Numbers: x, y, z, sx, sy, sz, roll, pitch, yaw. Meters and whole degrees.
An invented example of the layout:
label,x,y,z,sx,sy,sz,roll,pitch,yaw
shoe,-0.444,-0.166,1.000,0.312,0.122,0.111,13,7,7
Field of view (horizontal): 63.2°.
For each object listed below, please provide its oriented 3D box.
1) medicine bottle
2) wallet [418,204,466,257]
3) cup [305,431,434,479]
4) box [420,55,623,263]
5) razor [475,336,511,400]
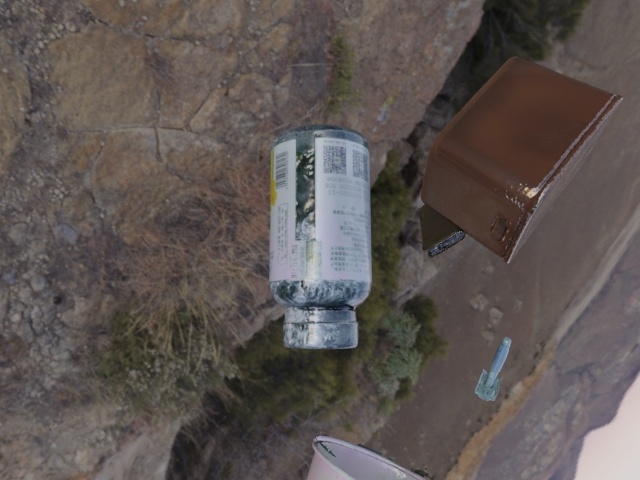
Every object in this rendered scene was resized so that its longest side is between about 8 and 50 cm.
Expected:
label,x,y,z,sx,sy,sz,roll,pitch,yaw
medicine bottle,0.000,0.000,0.716,0.141,0.141,0.293,15,72,-57
wallet,0.286,-0.046,1.231,0.110,0.198,0.031,-35,114,26
cup,0.053,0.426,0.659,0.274,0.253,0.253,-66,151,-8
box,0.389,-0.172,1.052,0.339,0.229,0.239,-47,159,-20
razor,0.330,0.231,0.969,0.068,0.040,0.135,-47,151,-46
